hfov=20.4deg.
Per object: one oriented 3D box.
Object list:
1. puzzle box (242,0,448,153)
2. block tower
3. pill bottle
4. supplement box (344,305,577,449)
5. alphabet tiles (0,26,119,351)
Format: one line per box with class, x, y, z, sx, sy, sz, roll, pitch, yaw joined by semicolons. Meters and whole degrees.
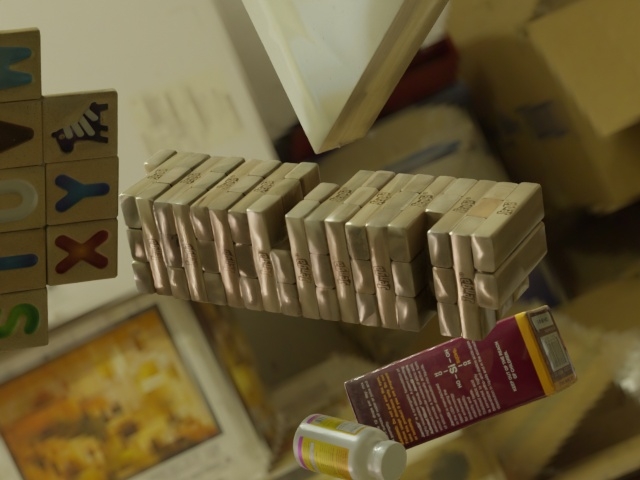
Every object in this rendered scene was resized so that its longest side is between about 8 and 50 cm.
puzzle box;0.007;-0.264;1.356;0.052;0.272;0.409;-20;-14;-20
block tower;0.000;0.000;1.366;0.335;0.091;0.097;7;30;30
pill bottle;0.023;0.157;1.325;0.083;0.043;0.043;10;29;41
supplement box;0.132;0.132;1.659;0.188;0.081;0.104;-23;-6;18
alphabet tiles;-0.317;-0.021;1.317;0.342;0.285;0.011;-7;36;-18
